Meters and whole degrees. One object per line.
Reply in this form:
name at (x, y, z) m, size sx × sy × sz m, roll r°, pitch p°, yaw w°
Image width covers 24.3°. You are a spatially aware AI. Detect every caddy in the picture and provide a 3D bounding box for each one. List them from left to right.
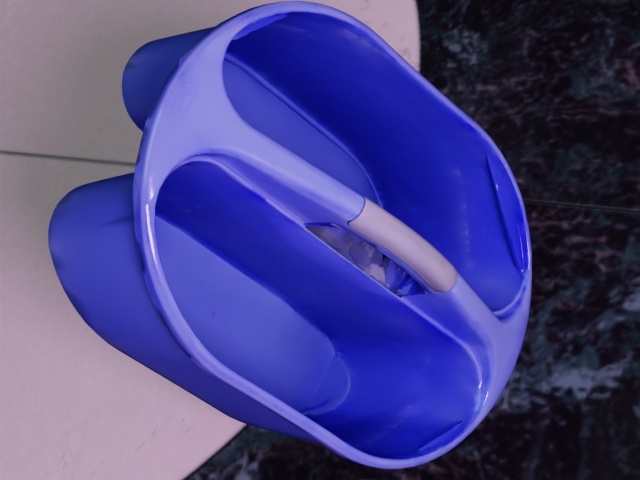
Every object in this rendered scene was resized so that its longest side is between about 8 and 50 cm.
caddy at (0.000, 0.000, 0.949) m, size 0.179 × 0.341 × 0.241 m, roll 3°, pitch 64°, yaw 49°
